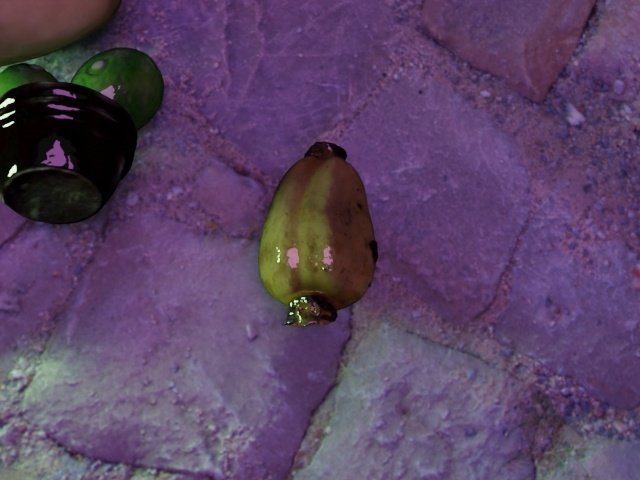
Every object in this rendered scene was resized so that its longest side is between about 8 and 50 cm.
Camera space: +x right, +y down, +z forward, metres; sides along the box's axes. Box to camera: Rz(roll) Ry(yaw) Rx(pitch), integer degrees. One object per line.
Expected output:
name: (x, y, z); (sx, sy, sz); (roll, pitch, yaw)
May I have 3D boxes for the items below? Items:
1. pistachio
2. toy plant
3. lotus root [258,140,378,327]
pistachio: (-0.386, -0.297, 0.942); (0.299, 0.187, 0.187); (-29, 88, -24)
toy plant: (-0.309, -0.145, 0.955); (0.218, 0.175, 0.235); (-2, 57, -4)
lotus root: (0.000, 0.000, 0.996); (0.154, 0.140, 0.257); (6, 71, 4)
